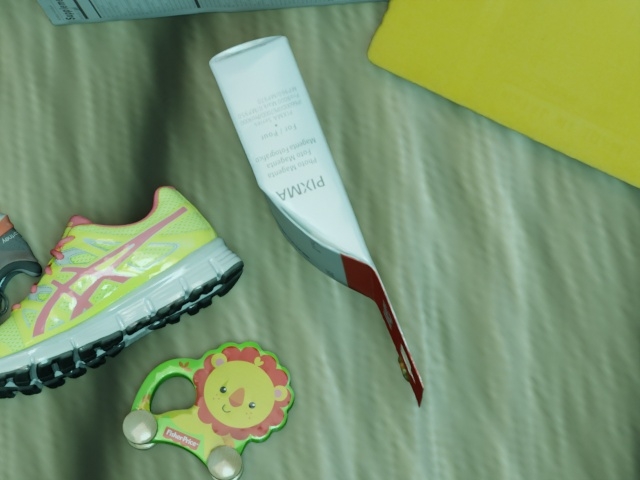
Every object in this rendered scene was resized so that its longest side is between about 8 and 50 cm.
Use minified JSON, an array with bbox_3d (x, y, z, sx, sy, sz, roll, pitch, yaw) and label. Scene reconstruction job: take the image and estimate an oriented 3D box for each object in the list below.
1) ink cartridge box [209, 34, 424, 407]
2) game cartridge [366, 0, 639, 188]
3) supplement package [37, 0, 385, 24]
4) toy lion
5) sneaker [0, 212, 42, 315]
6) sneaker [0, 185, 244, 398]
[{"bbox_3d":[0.000,0.000,1.192,0.066,0.189,0.232,-17,81,0],"label":"ink cartridge box"},{"bbox_3d":[0.219,-0.207,1.224,0.285,0.052,0.323,26,111,6],"label":"game cartridge"},{"bbox_3d":[-0.077,-0.233,1.258,0.244,0.139,0.133,-4,82,1],"label":"supplement package"},{"bbox_3d":[-0.072,0.110,1.259,0.100,0.034,0.096,22,75,6],"label":"toy lion"},{"bbox_3d":[-0.253,0.054,1.262,0.158,0.061,0.065,-45,92,-2],"label":"sneaker"},{"bbox_3d":[-0.162,0.034,1.253,0.208,0.081,0.094,-27,79,-12],"label":"sneaker"}]
